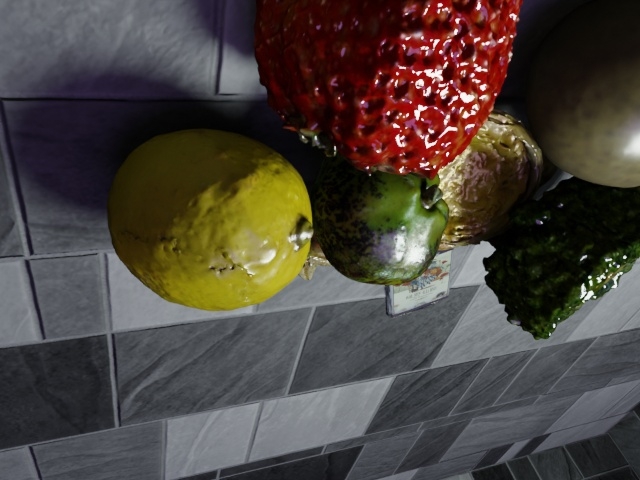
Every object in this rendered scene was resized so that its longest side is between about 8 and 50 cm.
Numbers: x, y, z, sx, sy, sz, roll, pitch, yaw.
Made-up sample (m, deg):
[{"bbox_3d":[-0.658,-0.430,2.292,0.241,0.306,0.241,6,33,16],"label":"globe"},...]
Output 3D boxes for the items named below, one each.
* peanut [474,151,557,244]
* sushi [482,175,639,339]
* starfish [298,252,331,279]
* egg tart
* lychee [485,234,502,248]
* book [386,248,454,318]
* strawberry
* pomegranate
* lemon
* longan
[{"bbox_3d":[0.343,-0.091,1.076,0.117,0.101,0.263,30,119,-8],"label":"peanut"},{"bbox_3d":[0.455,0.024,1.014,0.351,0.178,0.294,-22,149,-32],"label":"sushi"},{"bbox_3d":[0.002,0.001,1.058,0.138,0.050,0.247,-23,144,-4],"label":"starfish"},{"bbox_3d":[0.234,-0.109,0.983,0.290,0.107,0.291,-1,118,-2],"label":"egg tart"},{"bbox_3d":[0.398,-0.027,1.172,0.146,0.114,0.114,-20,142,-25],"label":"lychee"},{"bbox_3d":[0.226,0.091,1.286,0.157,0.026,0.231,-18,141,-7],"label":"book"},{"bbox_3d":[0.080,-0.252,0.631,0.311,0.267,0.351,22,131,-3],"label":"strawberry"},{"bbox_3d":[0.080,-0.036,0.878,0.203,0.222,0.276,0,166,-6],"label":"pomegranate"},{"bbox_3d":[-0.152,-0.029,0.776,0.283,0.261,0.261,11,135,-1],"label":"lemon"},{"bbox_3d":[0.483,-0.237,0.864,0.350,0.288,0.288,-28,141,-7],"label":"longan"}]
